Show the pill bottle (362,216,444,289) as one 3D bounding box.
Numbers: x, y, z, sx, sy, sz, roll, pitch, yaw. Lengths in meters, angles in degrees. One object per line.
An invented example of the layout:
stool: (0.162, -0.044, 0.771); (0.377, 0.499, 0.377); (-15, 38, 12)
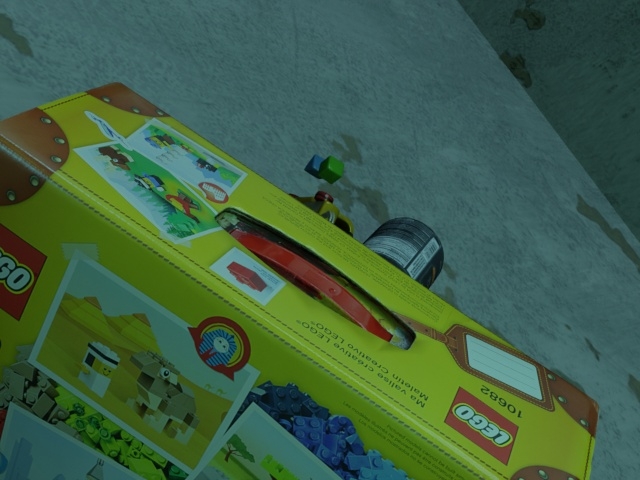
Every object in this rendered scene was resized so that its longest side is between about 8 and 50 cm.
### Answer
pill bottle: (0.100, 0.061, 1.480); (0.130, 0.130, 0.246); (46, 32, 1)

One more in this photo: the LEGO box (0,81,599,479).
LEGO box: (-0.086, 0.165, 0.809); (0.500, 0.372, 0.193); (34, 28, 6)

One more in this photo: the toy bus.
toy bus: (-0.003, -0.005, 1.377); (0.104, 0.191, 0.202); (30, 34, -24)
